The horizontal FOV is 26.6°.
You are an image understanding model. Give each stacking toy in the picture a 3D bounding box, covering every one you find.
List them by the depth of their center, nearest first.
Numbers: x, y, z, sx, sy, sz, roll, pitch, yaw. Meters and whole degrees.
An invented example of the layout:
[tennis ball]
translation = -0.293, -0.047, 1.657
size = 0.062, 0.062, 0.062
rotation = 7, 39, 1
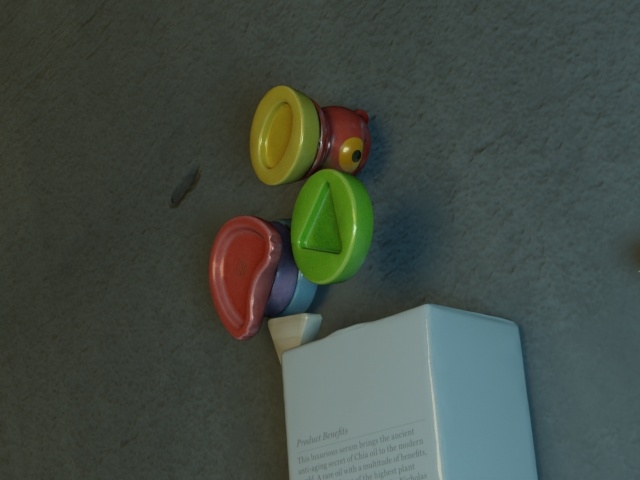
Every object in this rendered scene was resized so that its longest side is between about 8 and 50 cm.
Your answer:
[stacking toy]
translation = 0.000, 0.000, 1.633
size = 0.279, 0.130, 0.309
rotation = 50, 127, 46

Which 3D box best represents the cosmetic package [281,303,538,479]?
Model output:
[cosmetic package]
translation = 0.101, 0.317, 1.411
size = 0.230, 0.161, 0.453
rotation = -22, 65, 42
